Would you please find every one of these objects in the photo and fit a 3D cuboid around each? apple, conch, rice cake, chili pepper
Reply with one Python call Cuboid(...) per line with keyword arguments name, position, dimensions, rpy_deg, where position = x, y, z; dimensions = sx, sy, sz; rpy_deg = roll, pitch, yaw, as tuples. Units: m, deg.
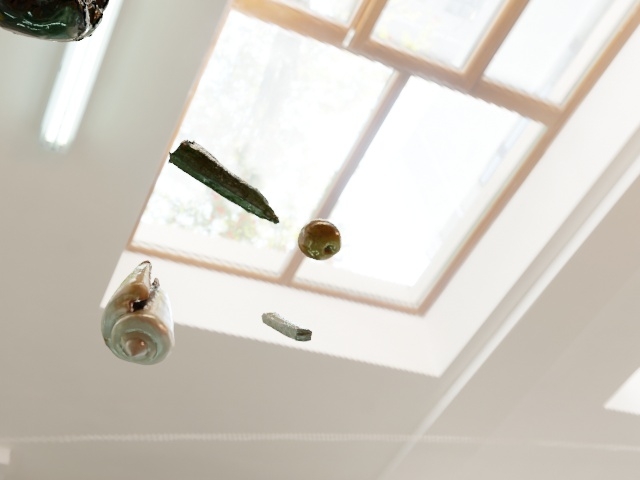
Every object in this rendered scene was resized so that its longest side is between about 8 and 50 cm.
Cuboid(name="apple", position=(0.000, 0.000, 1.588), dimensions=(0.084, 0.084, 0.071), rpy_deg=(3, -158, -37))
Cuboid(name="conch", position=(-0.346, 0.140, 1.549), dimensions=(0.158, 0.127, 0.255), rpy_deg=(64, 180, -23))
Cuboid(name="rice cake", position=(-0.086, 0.205, 1.996), dimensions=(0.043, 0.034, 0.211), rpy_deg=(3, -173, -30))
Cuboid(name="chili pepper", position=(-0.163, -0.096, 1.469), dimensions=(0.226, 0.059, 0.088), rpy_deg=(36, -171, 10))
Cuboid(name="chili pepper", position=(-0.604, -0.568, 1.813), dimensions=(0.256, 0.249, 0.233), rpy_deg=(4, -152, -3))
